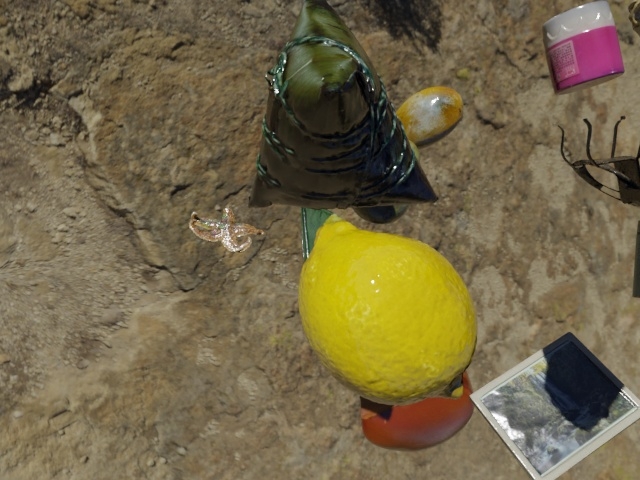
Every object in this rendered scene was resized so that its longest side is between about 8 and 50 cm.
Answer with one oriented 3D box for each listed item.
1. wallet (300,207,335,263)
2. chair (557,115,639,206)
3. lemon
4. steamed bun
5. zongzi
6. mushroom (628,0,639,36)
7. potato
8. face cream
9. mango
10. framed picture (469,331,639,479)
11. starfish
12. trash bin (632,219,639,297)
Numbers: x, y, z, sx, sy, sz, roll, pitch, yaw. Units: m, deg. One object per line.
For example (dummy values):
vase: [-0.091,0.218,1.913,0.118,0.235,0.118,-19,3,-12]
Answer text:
wallet: [-0.002,0.001,1.478,0.160,0.055,0.236,24,51,-47]
chair: [0.625,-0.165,1.031,0.148,0.174,0.213,-12,97,3]
lemon: [0.072,0.081,0.532,0.187,0.187,0.244,-41,93,-29]
steamed bun: [0.324,0.532,1.561,0.248,0.379,0.235,49,20,-22]
zongzi: [0.069,-0.166,0.811,0.361,0.384,0.319,5,50,-9]
mushroom: [0.536,-0.288,0.466,0.224,0.313,0.397,49,20,-2]
potato: [0.147,-0.138,1.073,0.157,0.157,0.194,20,113,-32]
face cream: [0.707,-0.516,1.298,0.175,0.175,0.195,-17,93,-34]
mango: [0.350,-0.422,1.689,0.193,0.316,0.146,68,10,18]
framed picture: [0.551,0.382,1.117,0.324,0.241,0.020,-27,143,-11]
starfish: [-0.261,-0.027,1.339,0.209,0.053,0.150,2,61,-17]
trash bin: [0.555,0.032,0.751,0.059,0.116,0.130,7,88,-9]
